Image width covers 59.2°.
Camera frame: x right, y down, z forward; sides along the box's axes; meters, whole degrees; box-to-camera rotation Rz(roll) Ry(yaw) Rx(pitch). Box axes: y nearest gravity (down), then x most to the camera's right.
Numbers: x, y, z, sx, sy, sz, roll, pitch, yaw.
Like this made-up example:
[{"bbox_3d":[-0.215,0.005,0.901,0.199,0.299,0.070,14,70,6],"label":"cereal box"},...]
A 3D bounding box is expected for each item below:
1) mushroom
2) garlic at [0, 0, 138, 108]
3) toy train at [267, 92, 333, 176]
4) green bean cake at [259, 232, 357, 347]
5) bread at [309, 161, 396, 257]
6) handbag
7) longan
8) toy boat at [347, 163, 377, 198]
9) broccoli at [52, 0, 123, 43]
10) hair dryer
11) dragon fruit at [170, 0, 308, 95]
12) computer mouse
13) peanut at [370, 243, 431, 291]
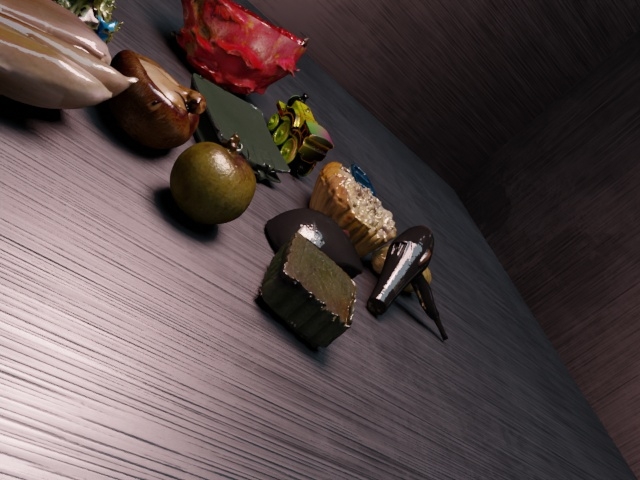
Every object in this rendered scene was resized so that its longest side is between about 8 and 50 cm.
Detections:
[{"bbox_3d":[-0.325,-0.261,1.079,0.194,0.138,0.231,32,11,-4],"label":"mushroom"},{"bbox_3d":[-0.463,-0.306,0.864,0.325,0.132,0.279,21,34,-46],"label":"garlic"},{"bbox_3d":[-0.065,-0.316,1.635,0.100,0.160,0.296,22,31,-36],"label":"toy train"},{"bbox_3d":[-0.022,0.095,1.062,0.173,0.094,0.181,42,22,-14],"label":"green bean cake"},{"bbox_3d":[0.078,-0.081,1.506,0.274,0.149,0.274,45,15,-16],"label":"bread"},{"bbox_3d":[-0.208,-0.264,1.371,0.247,0.079,0.260,20,34,-50],"label":"handbag"},{"bbox_3d":[-0.186,-0.111,1.008,0.145,0.176,0.155,33,5,3],"label":"longan"},{"bbox_3d":[0.132,-0.160,1.875,0.096,0.062,0.299,38,22,-25],"label":"toy boat"},{"bbox_3d":[-0.465,-0.474,1.128,0.167,0.160,0.154,-22,88,-49],"label":"broccoli"},{"bbox_3d":[0.259,0.163,1.471,0.359,0.120,0.304,59,43,-26],"label":"hair dryer"},{"bbox_3d":[-0.238,-0.552,1.611,0.371,0.249,0.386,34,15,9],"label":"dragon fruit"},{"bbox_3d":[0.000,0.000,1.273,0.269,0.100,0.170,11,43,-58],"label":"computer mouse"},{"bbox_3d":[0.225,0.078,1.582,0.229,0.098,0.103,31,5,-30],"label":"peanut"}]
